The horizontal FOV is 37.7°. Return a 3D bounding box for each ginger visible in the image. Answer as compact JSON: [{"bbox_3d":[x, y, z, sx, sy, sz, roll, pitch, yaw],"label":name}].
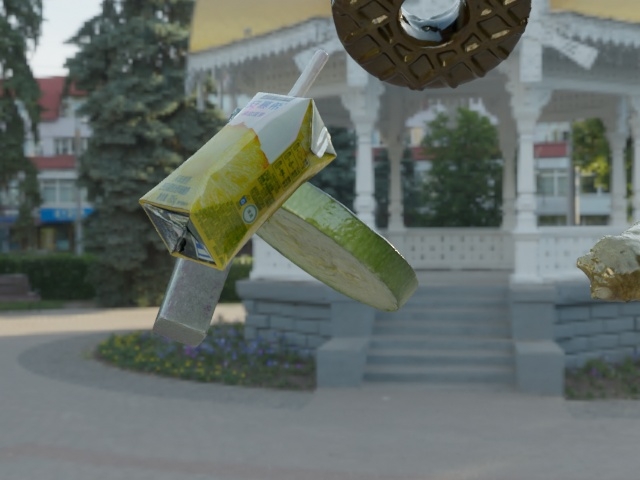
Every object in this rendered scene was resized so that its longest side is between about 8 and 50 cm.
[{"bbox_3d":[0.389,0.026,1.144,0.165,0.067,0.096,-27,58,-34],"label":"ginger"}]

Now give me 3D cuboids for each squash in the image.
[{"bbox_3d":[0.000,0.000,1.062,0.252,0.049,0.252,35,-12,8],"label":"squash"}]

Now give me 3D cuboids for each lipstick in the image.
[{"bbox_3d":[-0.134,-0.022,1.216,0.066,0.317,0.068,23,-28,-12],"label":"lipstick"}]

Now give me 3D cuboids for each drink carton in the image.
[{"bbox_3d":[-0.046,-0.068,0.745,0.084,0.074,0.200,12,49,44],"label":"drink carton"}]

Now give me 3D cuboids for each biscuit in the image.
[{"bbox_3d":[0.174,-0.379,1.499,0.332,0.103,0.332,1,-40,1],"label":"biscuit"}]
